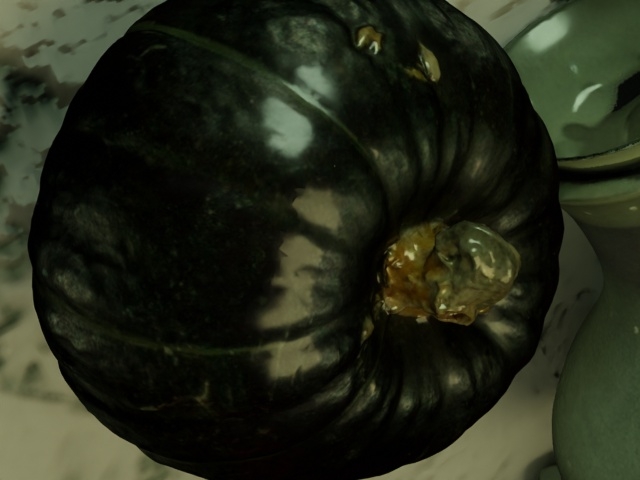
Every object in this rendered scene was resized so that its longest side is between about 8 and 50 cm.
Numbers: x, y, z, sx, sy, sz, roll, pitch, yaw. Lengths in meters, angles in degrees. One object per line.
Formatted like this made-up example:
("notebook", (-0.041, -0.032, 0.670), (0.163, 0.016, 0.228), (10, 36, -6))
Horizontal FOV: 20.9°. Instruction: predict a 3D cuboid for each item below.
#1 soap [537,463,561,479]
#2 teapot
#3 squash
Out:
("soap", (0.290, 0.158, 0.927), (0.347, 0.115, 0.208), (-21, 134, -12))
("teapot", (0.160, 0.020, 0.724), (0.183, 0.183, 0.251), (-37, 126, -7))
("squash", (-0.004, -0.001, 0.589), (0.193, 0.156, 0.193), (-46, 156, -27))
